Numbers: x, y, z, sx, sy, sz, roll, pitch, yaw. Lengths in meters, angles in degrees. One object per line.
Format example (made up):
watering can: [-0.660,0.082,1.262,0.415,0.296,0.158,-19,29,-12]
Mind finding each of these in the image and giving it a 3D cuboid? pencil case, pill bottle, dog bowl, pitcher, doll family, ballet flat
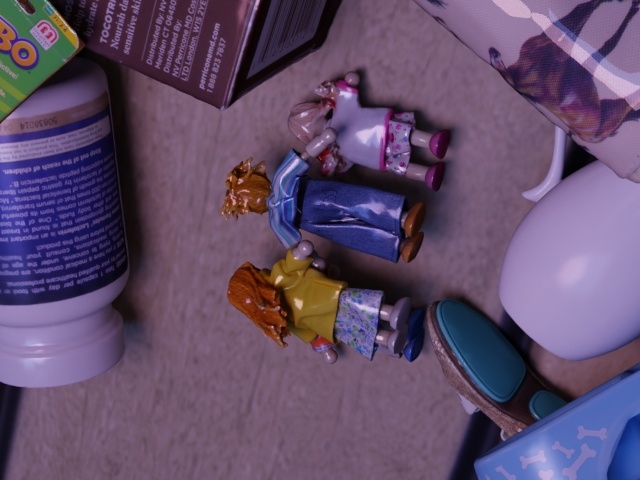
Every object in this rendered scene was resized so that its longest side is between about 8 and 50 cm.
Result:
pencil case: [0.128,-0.230,1.078,0.410,0.183,0.160,43,165,13]
pill bottle: [-0.246,-0.017,1.361,0.153,0.153,0.264,4,111,23]
dog bowl: [0.246,0.131,1.171,0.297,0.166,0.074,-32,82,7]
pitcher: [0.212,-0.028,1.181,0.178,0.125,0.207,46,112,20]
doll family: [0.000,0.000,1.277,0.163,0.118,0.263,15,116,19]
ballet flat: [0.155,0.136,1.295,0.206,0.073,0.067,44,135,7]

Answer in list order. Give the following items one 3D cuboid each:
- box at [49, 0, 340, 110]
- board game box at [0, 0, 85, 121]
box: [-0.181,-0.254,1.215,0.381,0.191,0.143,27,120,13]
board game box: [-0.282,-0.139,1.195,0.124,0.039,0.259,50,135,-9]
